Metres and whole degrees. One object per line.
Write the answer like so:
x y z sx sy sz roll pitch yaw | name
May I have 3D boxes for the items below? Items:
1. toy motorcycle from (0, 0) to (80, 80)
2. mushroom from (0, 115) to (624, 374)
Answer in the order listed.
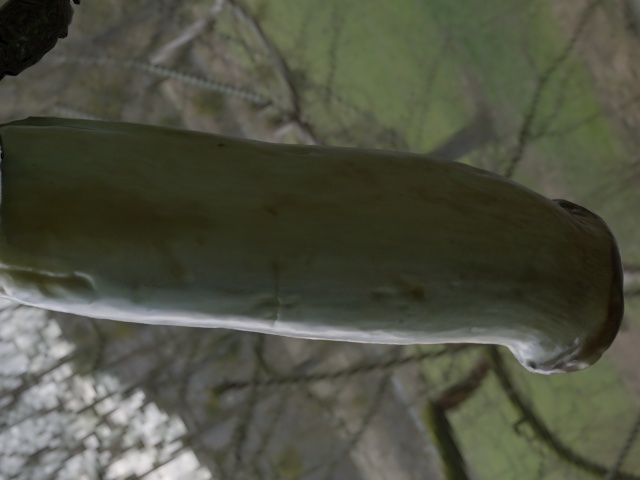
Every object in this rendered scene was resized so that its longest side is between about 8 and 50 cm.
-0.197 -0.111 0.631 0.331 0.196 0.125 -117 6 -55 | toy motorcycle
0.000 0.000 0.748 0.100 0.312 0.081 -109 35 -49 | mushroom
